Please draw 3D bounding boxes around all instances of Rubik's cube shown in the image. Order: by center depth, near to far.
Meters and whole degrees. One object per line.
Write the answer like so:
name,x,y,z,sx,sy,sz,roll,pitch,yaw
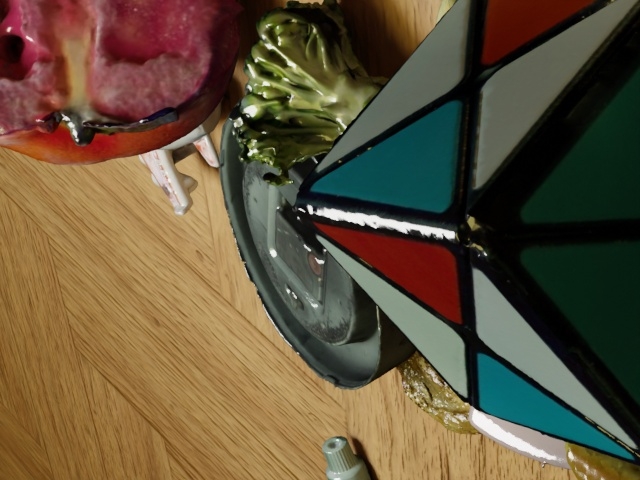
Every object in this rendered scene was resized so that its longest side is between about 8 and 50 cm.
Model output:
Rubik's cube,0.176,-0.024,1.308,0.248,0.246,0.250,46,164,-25

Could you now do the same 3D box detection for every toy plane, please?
toy plane,-0.187,-0.147,2.122,0.252,0.118,0.252,48,155,31

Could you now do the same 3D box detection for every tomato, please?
tomato,-0.221,-0.211,1.947,0.176,0.335,0.289,48,-142,-67

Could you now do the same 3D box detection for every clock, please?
clock,-0.001,0.000,1.950,0.312,0.061,0.312,47,151,37

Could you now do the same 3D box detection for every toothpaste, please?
toothpaste,0.065,0.359,2.320,0.075,0.048,0.297,24,142,54

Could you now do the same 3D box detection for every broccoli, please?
broccoli,0.058,-0.096,1.703,0.304,0.145,0.165,31,107,30

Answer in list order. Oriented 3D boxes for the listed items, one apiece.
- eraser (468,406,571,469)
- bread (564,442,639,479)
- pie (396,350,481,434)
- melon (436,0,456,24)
eraser,0.211,0.105,1.519,0.243,0.059,0.204,29,133,39
bread,0.350,0.236,1.377,0.362,0.233,0.245,45,155,39
pie,0.114,0.140,1.969,0.170,0.034,0.092,50,145,16
melon,0.140,-0.142,1.535,0.160,0.079,0.128,92,158,-54
